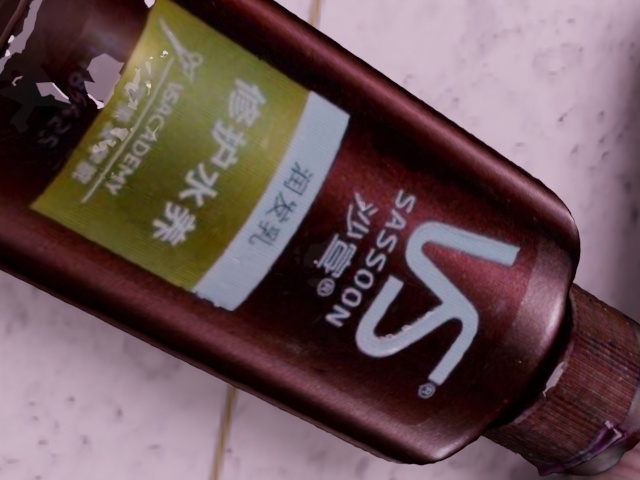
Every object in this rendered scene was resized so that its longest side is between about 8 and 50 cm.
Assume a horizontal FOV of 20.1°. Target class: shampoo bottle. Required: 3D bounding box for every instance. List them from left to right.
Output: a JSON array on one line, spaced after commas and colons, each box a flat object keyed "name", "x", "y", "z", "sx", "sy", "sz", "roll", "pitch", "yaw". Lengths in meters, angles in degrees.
[{"name": "shampoo bottle", "x": 0.000, "y": 0.000, "z": 0.648, "sx": 0.323, "sy": 0.084, "sz": 0.129, "roll": 32, "pitch": 90, "yaw": -35}]

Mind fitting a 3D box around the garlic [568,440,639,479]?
[{"name": "garlic", "x": 0.154, "y": 0.134, "z": 0.767, "sx": 0.159, "sy": 0.102, "sz": 0.147, "roll": -54, "pitch": 144, "yaw": -18}]
